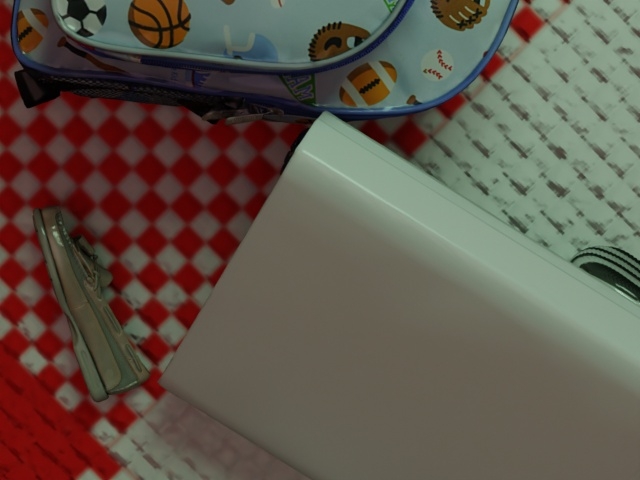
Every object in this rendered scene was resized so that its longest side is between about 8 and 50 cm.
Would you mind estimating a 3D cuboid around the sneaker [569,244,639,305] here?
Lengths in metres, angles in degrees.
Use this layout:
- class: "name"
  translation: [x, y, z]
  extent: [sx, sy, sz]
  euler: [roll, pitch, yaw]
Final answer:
- class: "sneaker"
  translation: [0.209, 0.115, 0.973]
  extent: [0.228, 0.086, 0.132]
  euler: [38, 111, 14]

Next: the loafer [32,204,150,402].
- class: "loafer"
  translation: [-0.137, 0.034, 1.029]
  extent: [0.039, 0.045, 0.125]
  euler: [-17, 106, -5]

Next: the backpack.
- class: "backpack"
  translation: [-0.018, -0.179, 0.884]
  extent: [0.263, 0.213, 0.276]
  euler: [7, 101, -8]

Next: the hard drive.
- class: "hard drive"
  translation: [0.102, 0.102, 0.922]
  extent: [0.353, 0.047, 0.233]
  euler: [32, 139, -2]

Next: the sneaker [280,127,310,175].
- class: "sneaker"
  translation: [0.000, 0.000, 0.999]
  extent: [0.058, 0.052, 0.135]
  euler: [5, 110, -3]
